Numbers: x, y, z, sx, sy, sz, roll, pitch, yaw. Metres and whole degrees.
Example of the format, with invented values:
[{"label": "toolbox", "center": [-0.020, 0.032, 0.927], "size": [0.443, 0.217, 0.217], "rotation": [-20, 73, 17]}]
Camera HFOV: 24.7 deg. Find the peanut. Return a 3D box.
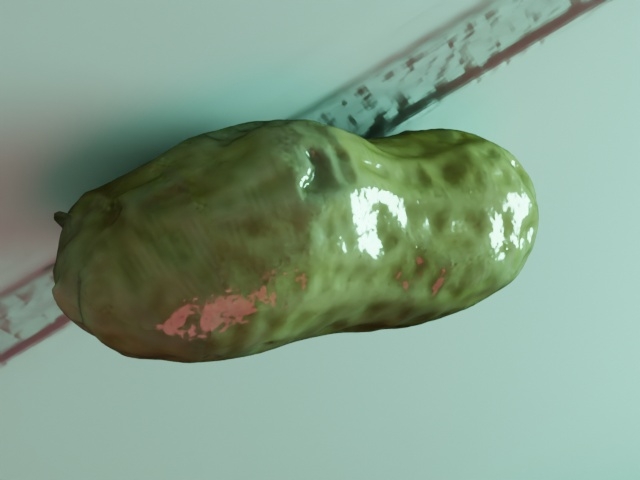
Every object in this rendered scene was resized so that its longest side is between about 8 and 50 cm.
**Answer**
[{"label": "peanut", "center": [0.000, 0.000, 0.573], "size": [0.214, 0.099, 0.099], "rotation": [0, 141, -33]}]
